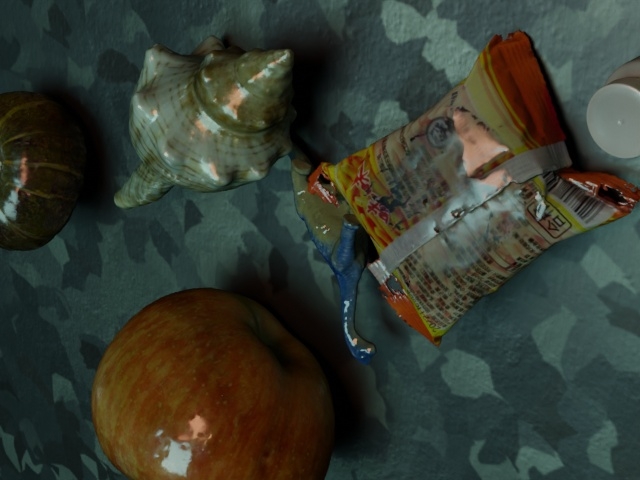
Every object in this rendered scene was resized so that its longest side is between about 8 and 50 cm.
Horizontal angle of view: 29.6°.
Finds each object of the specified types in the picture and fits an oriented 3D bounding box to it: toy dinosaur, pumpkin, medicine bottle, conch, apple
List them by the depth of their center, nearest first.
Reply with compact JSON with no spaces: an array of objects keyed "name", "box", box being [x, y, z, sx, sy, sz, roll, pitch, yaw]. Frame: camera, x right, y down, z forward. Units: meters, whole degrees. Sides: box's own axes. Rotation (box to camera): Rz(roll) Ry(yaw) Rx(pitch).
[{"name":"medicine bottle","box":[0.281,-0.117,0.998,0.079,0.140,0.079,21,124,35]},{"name":"conch","box":[-0.148,-0.142,1.362,0.386,0.203,0.169,-11,132,43]},{"name":"toy dinosaur","box":[0.000,0.000,1.376,0.247,0.075,0.188,44,137,31]},{"name":"apple","box":[-0.120,0.191,1.454,0.309,0.277,0.250,24,86,15]},{"name":"pumpkin","box":[-0.406,-0.099,1.655,0.219,0.162,0.219,-7,79,38]}]

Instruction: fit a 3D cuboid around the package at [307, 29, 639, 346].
[{"name":"package","box":[0.134,-0.047,1.175,0.288,0.108,0.223,-38,80,28]}]
